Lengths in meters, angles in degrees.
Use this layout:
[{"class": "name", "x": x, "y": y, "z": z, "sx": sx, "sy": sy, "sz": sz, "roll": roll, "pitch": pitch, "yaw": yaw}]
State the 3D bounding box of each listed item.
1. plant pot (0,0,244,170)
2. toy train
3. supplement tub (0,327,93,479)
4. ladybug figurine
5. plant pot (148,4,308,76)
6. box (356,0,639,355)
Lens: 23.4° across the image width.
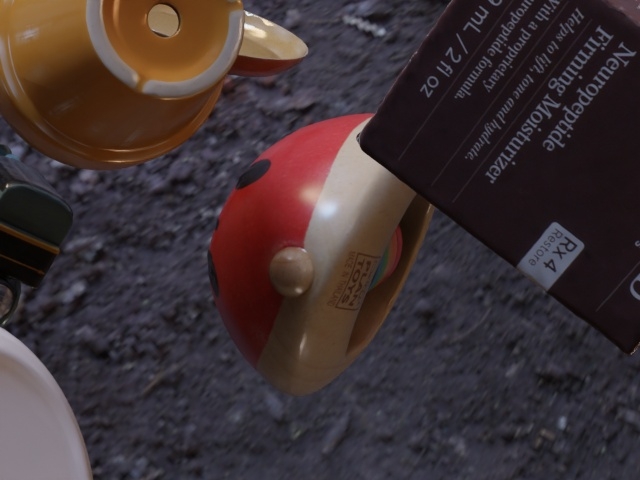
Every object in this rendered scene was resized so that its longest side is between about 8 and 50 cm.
[{"class": "plant pot", "x": -0.154, "y": -0.166, "z": 1.244, "sx": 0.205, "sy": 0.205, "sz": 0.188, "roll": 65, "pitch": 158, "yaw": -8}, {"class": "toy train", "x": -0.413, "y": -0.028, "z": 1.821, "sx": 0.142, "sy": 0.334, "sz": 0.190, "roll": 29, "pitch": 96, "yaw": -37}, {"class": "supplement tub", "x": -0.266, "y": 0.145, "z": 0.754, "sx": 0.272, "sy": 0.191, "sz": 0.191, "roll": -12, "pitch": 103, "yaw": 27}, {"class": "ladybug figurine", "x": 0.000, "y": 0.000, "z": 1.580, "sx": 0.162, "sy": 0.449, "sz": 0.305, "roll": 24, "pitch": 96, "yaw": 9}, {"class": "plant pot", "x": -0.130, "y": -0.221, "z": 1.636, "sx": 0.236, "sy": 0.236, "sz": 0.032, "roll": 23, "pitch": 110, "yaw": 12}, {"class": "box", "x": 0.167, "y": -0.082, "z": 0.900, "sx": 0.203, "sy": 0.167, "sz": 0.168, "roll": 38, "pitch": 124, "yaw": 5}]
